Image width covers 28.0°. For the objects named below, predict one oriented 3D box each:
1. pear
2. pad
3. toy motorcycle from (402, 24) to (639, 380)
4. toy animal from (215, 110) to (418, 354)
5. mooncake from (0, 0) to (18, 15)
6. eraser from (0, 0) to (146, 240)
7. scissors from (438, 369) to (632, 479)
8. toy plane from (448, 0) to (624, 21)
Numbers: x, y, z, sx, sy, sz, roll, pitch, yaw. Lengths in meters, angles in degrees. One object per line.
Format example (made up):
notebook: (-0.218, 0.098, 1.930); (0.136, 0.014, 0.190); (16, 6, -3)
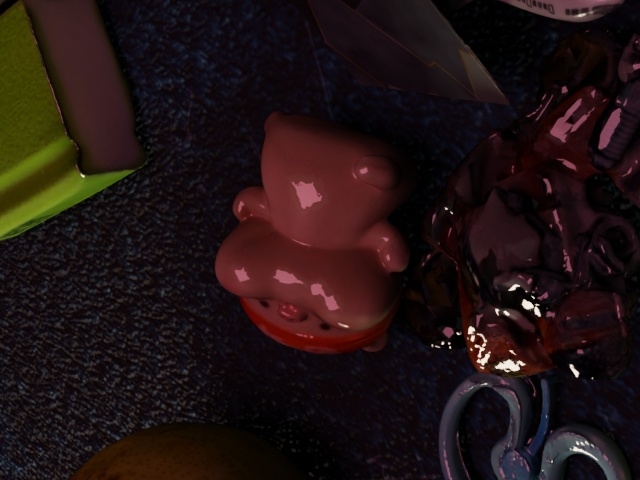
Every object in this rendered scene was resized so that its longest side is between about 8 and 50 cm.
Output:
pear: (-0.132, 0.322, 1.217); (0.304, 0.304, 0.304); (14, 111, 39)
pad: (0.037, -0.170, 0.983); (0.163, 0.004, 0.243); (47, 169, -24)
toy motorcycle: (0.196, -0.047, 0.901); (0.401, 0.134, 0.207); (-59, 39, 23)
toy animal: (0.000, 0.000, 1.092); (0.171, 0.171, 0.197); (23, 114, 36)
mooncake: (-0.381, -0.295, 1.271); (0.306, 0.306, 0.154); (-21, 89, 44)
eraser: (-0.318, -0.128, 1.390); (0.274, 0.092, 0.210); (-19, 90, 45)
scissors: (0.162, 0.292, 1.111); (0.180, 0.032, 0.392); (24, 118, 36)
toy plane: (0.143, -0.181, 0.874); (0.171, 0.162, 0.065); (12, 92, 52)
